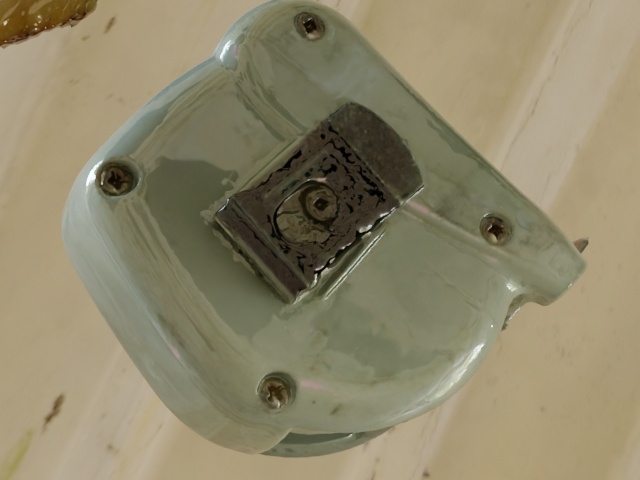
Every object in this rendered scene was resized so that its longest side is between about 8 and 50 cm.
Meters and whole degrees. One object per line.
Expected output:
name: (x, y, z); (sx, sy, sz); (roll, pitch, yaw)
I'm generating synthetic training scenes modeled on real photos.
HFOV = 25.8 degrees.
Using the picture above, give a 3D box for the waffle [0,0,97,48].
waffle: (-0.249, -0.167, 0.647); (0.213, 0.308, 0.091); (44, -55, 10)

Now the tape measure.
tape measure: (0.001, -0.001, 0.786); (0.243, 0.246, 0.125); (44, -30, 0)
